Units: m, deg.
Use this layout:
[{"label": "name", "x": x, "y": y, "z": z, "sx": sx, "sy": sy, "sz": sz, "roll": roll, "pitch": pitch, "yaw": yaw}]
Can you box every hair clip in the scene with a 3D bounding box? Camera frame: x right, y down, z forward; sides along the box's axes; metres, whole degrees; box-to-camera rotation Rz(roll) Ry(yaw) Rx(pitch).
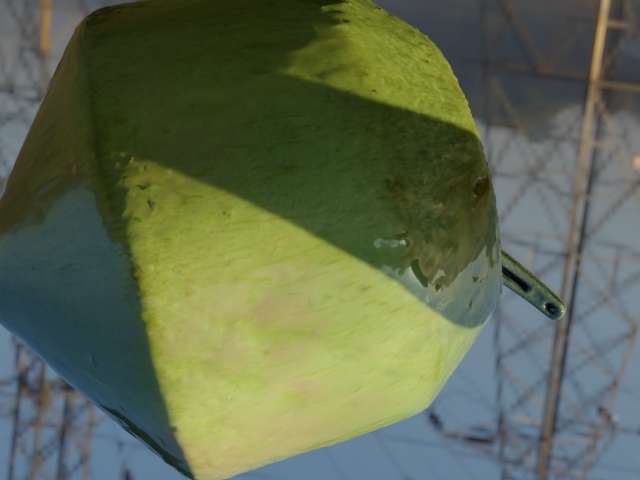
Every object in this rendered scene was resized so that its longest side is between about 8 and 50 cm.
[{"label": "hair clip", "x": 0.129, "y": 0.007, "z": 1.527, "sx": 0.229, "sy": 0.039, "sz": 0.070, "roll": 27, "pitch": -151, "yaw": -28}]

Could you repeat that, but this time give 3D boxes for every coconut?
[{"label": "coconut", "x": -0.057, "y": -0.006, "z": 1.098, "sx": 0.328, "sy": 0.329, "sz": 0.281, "roll": 6, "pitch": -164, "yaw": -11}]
